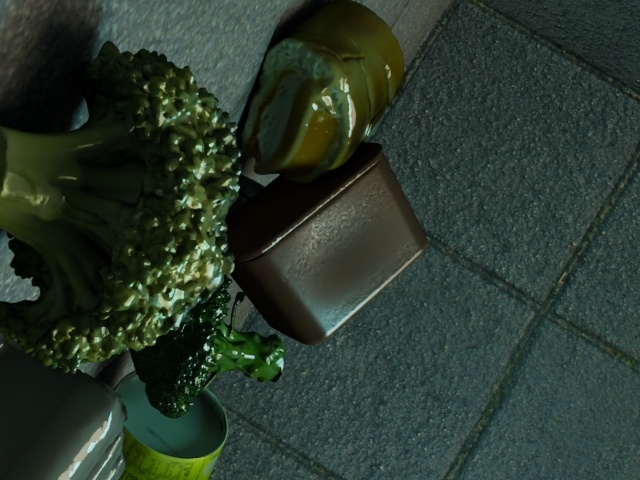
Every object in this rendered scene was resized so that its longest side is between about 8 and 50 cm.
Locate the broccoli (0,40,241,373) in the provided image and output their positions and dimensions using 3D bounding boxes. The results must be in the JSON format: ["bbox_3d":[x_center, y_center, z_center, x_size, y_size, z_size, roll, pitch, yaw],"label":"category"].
[{"bbox_3d":[-0.185,-0.029,0.730,0.260,0.236,0.287,105,-19,-80],"label":"broccoli"}]

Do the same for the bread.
[{"bbox_3d":[0.024,-0.269,1.488,0.300,0.210,0.341,-58,177,39],"label":"bread"}]

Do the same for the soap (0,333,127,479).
[{"bbox_3d":[-0.400,0.328,0.845,0.435,0.213,0.350,-56,173,-27],"label":"soap"}]

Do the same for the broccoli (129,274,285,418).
[{"bbox_3d":[-0.213,0.177,1.531,0.297,0.298,0.297,-37,-132,56],"label":"broccoli"}]

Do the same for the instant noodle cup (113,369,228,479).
[{"bbox_3d":[-0.328,0.403,1.599,0.221,0.311,0.311,-58,176,26],"label":"instant noodle cup"}]

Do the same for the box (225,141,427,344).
[{"bbox_3d":[0.000,0.000,1.541,0.339,0.229,0.239,-41,-156,-18],"label":"box"}]

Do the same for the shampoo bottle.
[{"bbox_3d":[-0.196,-0.003,1.665,0.262,0.085,0.085,-58,176,8],"label":"shampoo bottle"}]
